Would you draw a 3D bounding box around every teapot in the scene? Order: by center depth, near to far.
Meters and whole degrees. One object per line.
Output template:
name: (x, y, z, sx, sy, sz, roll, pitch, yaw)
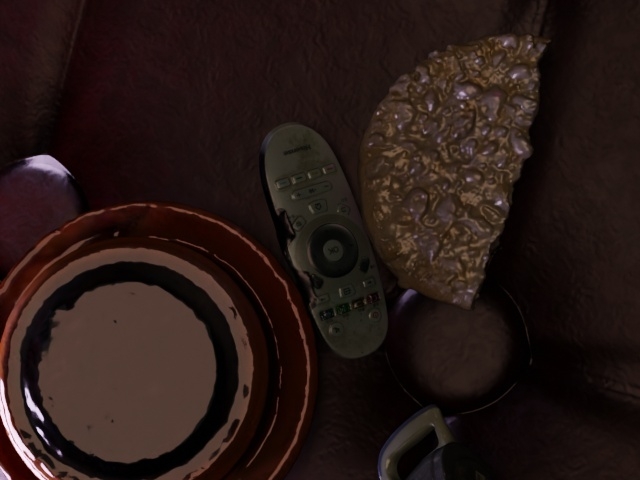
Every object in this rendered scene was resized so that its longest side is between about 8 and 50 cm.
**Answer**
teapot: (0.111, 0.255, 1.199, 0.108, 0.111, 0.149, -37, 85, 24)

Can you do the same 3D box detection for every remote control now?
remote control: (0.001, 0.000, 1.258, 0.097, 0.045, 0.256, -16, 85, -21)

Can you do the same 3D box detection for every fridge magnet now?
fridge magnet: (-0.182, 0.137, 1.243, 0.363, 0.155, 0.364, 0, 84, 4)

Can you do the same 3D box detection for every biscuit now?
biscuit: (0.126, -0.085, 1.222, 0.179, 0.084, 0.281, 19, 90, 18)
